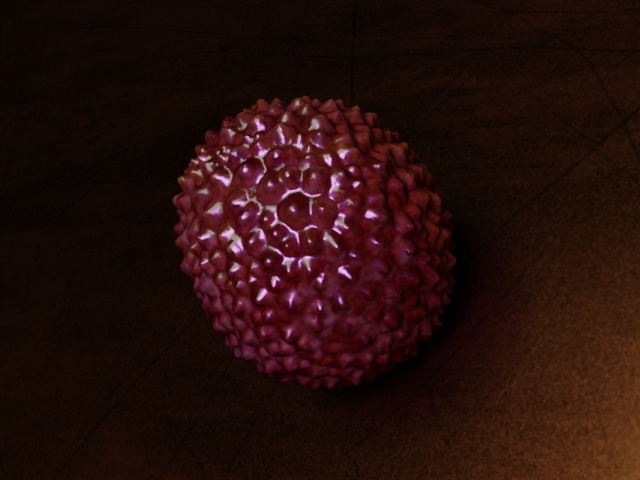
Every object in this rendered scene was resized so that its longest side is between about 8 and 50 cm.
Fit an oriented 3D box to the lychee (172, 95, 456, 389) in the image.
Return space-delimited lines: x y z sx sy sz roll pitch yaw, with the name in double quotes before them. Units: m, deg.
"lychee" 0.000 0.000 1.056 0.306 0.330 0.306 -2 56 3
